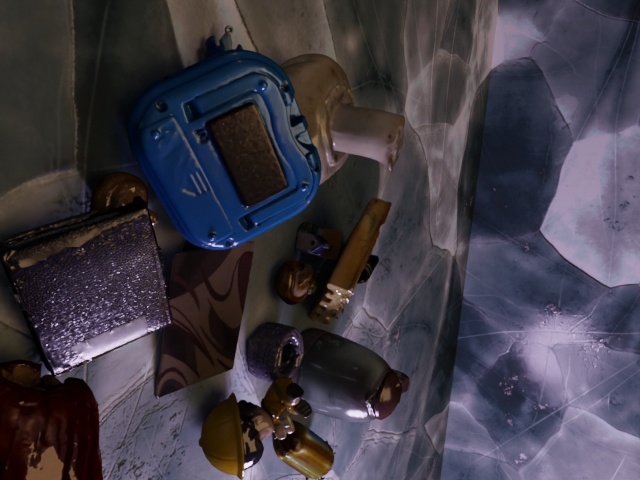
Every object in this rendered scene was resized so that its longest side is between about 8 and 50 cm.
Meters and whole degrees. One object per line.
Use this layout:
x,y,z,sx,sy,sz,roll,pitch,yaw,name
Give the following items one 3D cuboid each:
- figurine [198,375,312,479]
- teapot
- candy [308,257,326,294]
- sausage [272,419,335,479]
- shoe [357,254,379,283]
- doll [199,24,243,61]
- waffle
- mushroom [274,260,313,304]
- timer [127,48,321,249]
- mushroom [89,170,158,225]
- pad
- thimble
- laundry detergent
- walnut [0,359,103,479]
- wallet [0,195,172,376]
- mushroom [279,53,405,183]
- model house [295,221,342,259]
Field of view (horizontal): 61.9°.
-0.157,0.423,1.246,0.257,0.167,0.192,-35,153,-26,figurine
0.100,0.402,1.555,0.315,0.313,0.233,1,101,-59,teapot
-0.009,0.084,1.540,0.201,0.061,0.060,-54,142,-48,candy
-0.067,0.595,1.530,0.317,0.117,0.125,56,38,-48,sausage
0.142,0.079,1.761,0.179,0.071,0.049,-45,136,-52,shoe
-0.200,-0.330,1.065,0.096,0.070,0.195,8,96,-29,doll
0.083,0.067,1.508,0.304,0.078,0.348,-63,179,-28,waffle
-0.068,0.111,1.400,0.127,0.087,0.127,-15,108,-57,mushroom
-0.164,-0.159,0.989,0.309,0.115,0.339,-29,121,-12,timer
-0.337,-0.053,0.907,0.109,0.085,0.126,8,90,-33,mushroom
-0.241,0.165,1.133,0.220,0.004,0.329,-11,119,-51,pad
-0.116,0.288,1.366,0.150,0.098,0.149,-27,122,-55,thimble
-0.214,0.052,1.165,0.206,0.061,0.096,50,54,-54,laundry detergent
-0.420,0.314,0.781,0.244,0.222,0.268,111,-12,-84,walnut
-0.363,0.074,0.858,0.221,0.071,0.262,-25,129,-31,wallet
0.027,-0.250,1.201,0.314,0.337,0.314,-51,150,-46,mushroom
0.000,0.000,1.465,0.101,0.100,0.087,20,82,-59,model house
